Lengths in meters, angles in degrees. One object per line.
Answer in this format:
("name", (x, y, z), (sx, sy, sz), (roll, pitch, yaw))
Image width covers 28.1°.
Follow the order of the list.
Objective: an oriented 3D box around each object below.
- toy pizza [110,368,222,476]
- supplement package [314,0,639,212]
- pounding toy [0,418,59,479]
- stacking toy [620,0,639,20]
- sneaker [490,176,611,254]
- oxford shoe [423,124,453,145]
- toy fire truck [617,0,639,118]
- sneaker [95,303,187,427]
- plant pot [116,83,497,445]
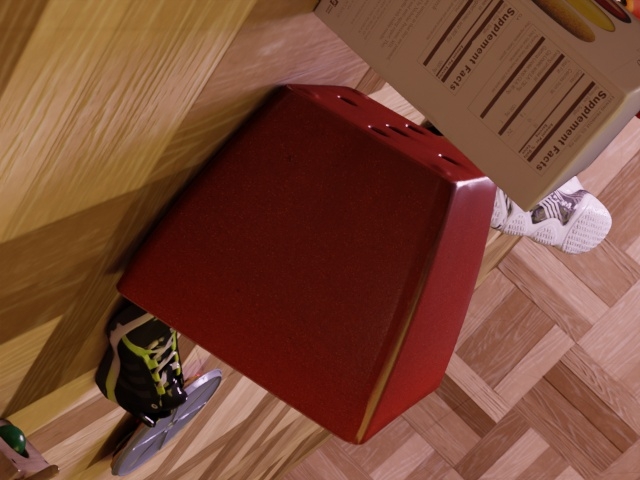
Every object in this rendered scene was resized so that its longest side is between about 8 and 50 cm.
("toy pizza", (-0.213, 0.241, 1.739), (0.201, 0.032, 0.201), (-44, 170, -10))
("supplement package", (0.144, -0.166, 1.041), (0.139, 0.244, 0.134), (-32, 162, -51))
("pounding toy", (-0.305, 0.226, 1.184), (0.141, 0.100, 0.130), (-45, 169, -3))
("stacking toy", (0.396, -0.237, 1.668), (0.279, 0.130, 0.309), (-40, 137, 1))
("sneaker", (0.358, -0.108, 2.315), (0.366, 0.210, 0.137), (22, 117, -40))
("oxford shoe", (0.125, -0.105, 1.689), (0.212, 0.076, 0.076), (-38, 137, -23))
("toy fire truck", (0.527, -0.319, 1.916), (0.302, 0.169, 0.254), (-41, -179, 5))
("sneaker", (-0.166, 0.124, 1.330), (0.084, 0.097, 0.234), (-39, 167, -30))
("plant pot", (0.019, -0.004, 1.205), (0.235, 0.267, 0.267), (-63, 164, 15))
